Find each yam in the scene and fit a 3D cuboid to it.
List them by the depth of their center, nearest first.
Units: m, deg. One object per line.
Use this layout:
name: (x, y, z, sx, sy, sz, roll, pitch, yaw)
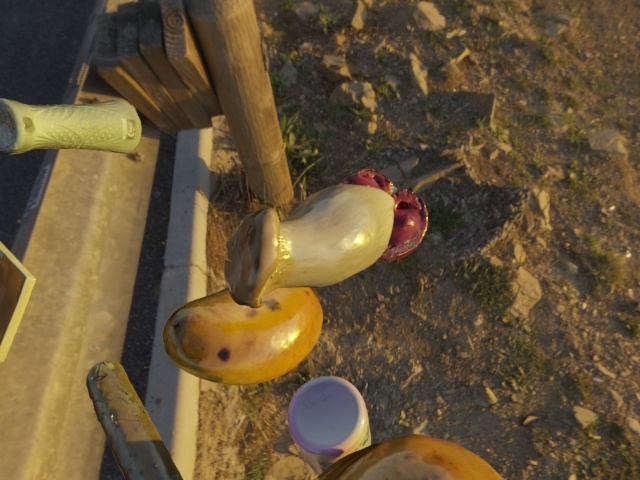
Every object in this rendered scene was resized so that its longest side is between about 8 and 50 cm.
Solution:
yam: (-0.276, 0.318, 0.636, 0.317, 0.071, 0.067, 44, 115, 30)

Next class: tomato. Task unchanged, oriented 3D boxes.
tomato: (0.128, -0.046, 1.007, 0.233, 0.139, 0.200, 37, 72, 4)

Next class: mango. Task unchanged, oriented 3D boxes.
mango: (-0.068, 0.090, 0.433, 0.115, 0.090, 0.178, 37, 27, 21)

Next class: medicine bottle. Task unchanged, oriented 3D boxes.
medicine bottle: (0.026, 0.394, 0.848, 0.152, 0.254, 0.151, -6, 46, 6)

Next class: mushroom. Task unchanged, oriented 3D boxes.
mushroom: (-0.001, -0.001, 0.391, 0.213, 0.097, 0.088, -24, 98, -45)

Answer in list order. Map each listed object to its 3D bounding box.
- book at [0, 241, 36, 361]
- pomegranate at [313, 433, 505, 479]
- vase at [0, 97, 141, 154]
book: (-0.496, 0.068, 0.616, 0.199, 0.016, 0.138, 30, 99, 27)
pomegranate: (0.107, 0.466, 0.538, 0.411, 0.410, 0.409, -2, 61, 4)
vase: (-0.402, -0.181, 0.664, 0.096, 0.219, 0.095, 5, 106, 18)
